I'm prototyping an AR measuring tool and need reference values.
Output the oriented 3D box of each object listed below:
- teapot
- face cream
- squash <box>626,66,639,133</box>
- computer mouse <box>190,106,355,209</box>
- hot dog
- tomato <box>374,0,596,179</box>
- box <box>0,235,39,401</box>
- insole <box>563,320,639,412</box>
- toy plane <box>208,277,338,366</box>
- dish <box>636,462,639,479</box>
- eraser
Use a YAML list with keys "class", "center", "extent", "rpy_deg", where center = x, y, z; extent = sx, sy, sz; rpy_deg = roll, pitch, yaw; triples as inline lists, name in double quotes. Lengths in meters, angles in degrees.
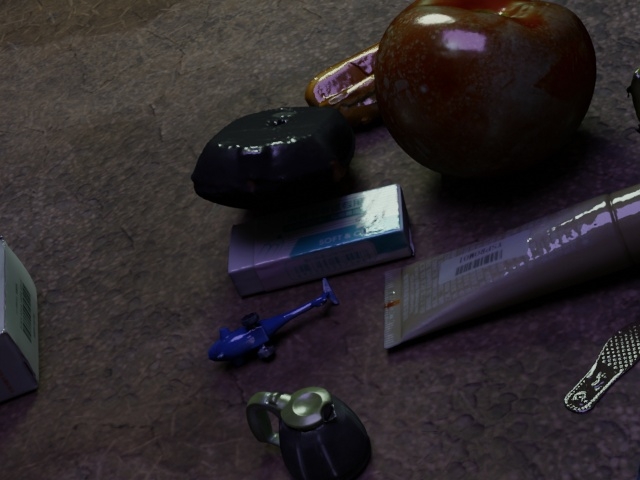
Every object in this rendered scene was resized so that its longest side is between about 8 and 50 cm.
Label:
- class: "teapot"
  center: [-0.018, 0.199, 1.328]
  extent: [0.124, 0.091, 0.092]
  rpy_deg: [-14, 37, 10]
- class: "face cream"
  center: [0.226, 0.024, 1.436]
  extent: [0.341, 0.084, 0.137]
  rpy_deg: [-20, 35, 18]
- class: "squash"
  center: [0.521, -0.183, 1.490]
  extent: [0.288, 0.111, 0.203]
  rpy_deg: [-39, 72, -14]
- class: "computer mouse"
  center: [-0.051, -0.098, 1.637]
  extent: [0.183, 0.116, 0.323]
  rpy_deg: [-9, 13, 13]
- class: "hot dog"
  center: [0.109, -0.236, 1.805]
  extent: [0.269, 0.072, 0.115]
  rpy_deg: [-26, 37, -6]
- class: "tomato"
  center: [0.199, -0.185, 1.577]
  extent: [0.270, 0.223, 0.270]
  rpy_deg: [3, 25, -1]
- class: "box"
  center: [-0.515, 0.142, 1.641]
  extent: [0.299, 0.106, 0.200]
  rpy_deg: [-22, 37, 3]
- class: "insole"
  center: [0.297, 0.129, 1.324]
  extent: [0.045, 0.002, 0.135]
  rpy_deg: [22, 56, 43]
- class: "toy plane"
  center: [-0.058, 0.098, 1.511]
  extent: [0.167, 0.054, 0.062]
  rpy_deg: [-27, 12, -4]
- class: "dish"
  center: [0.382, 0.237, 1.082]
  extent: [0.236, 0.086, 0.228]
  rpy_deg: [-26, 38, -4]
- class: "eraser"
  center: [0.000, 0.000, 1.592]
  extent: [0.225, 0.052, 0.096]
  rpy_deg: [-14, 39, 12]
